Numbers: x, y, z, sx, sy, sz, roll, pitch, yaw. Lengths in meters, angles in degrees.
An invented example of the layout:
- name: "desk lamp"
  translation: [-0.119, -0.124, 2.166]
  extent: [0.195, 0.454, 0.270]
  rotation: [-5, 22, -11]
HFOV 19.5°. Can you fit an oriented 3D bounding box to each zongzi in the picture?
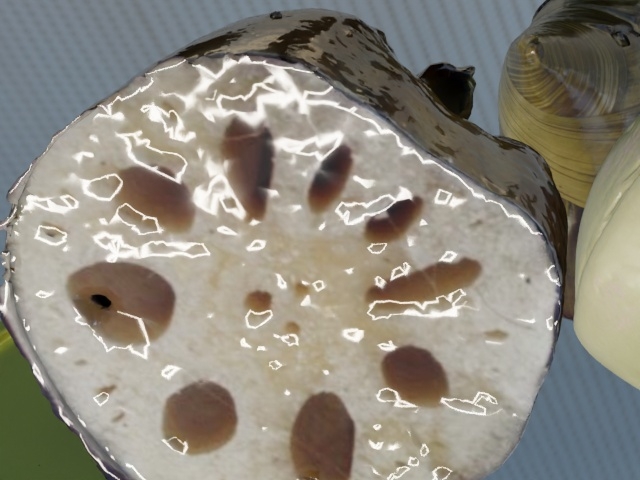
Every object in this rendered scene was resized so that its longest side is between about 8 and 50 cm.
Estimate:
- name: "zongzi"
  translation: [0.191, -0.055, 1.447]
  extent: [0.134, 0.288, 0.285]
  rotation: [8, 105, 19]

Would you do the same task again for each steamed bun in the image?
- name: "steamed bun"
  translation: [0.251, 0.008, 1.097]
  extent: [0.200, 0.155, 0.250]
  rotation: [29, 128, 9]

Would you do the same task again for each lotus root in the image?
- name: "lotus root"
  translation: [0.000, 0.000, 0.891]
  extent: [0.272, 0.192, 0.272]
  rotation: [9, 123, 14]

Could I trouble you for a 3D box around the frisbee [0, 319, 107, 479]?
- name: "frisbee"
  translation: [-0.142, 0.120, 1.194]
  extent: [0.236, 0.236, 0.017]
  rotation: [6, 139, 14]
